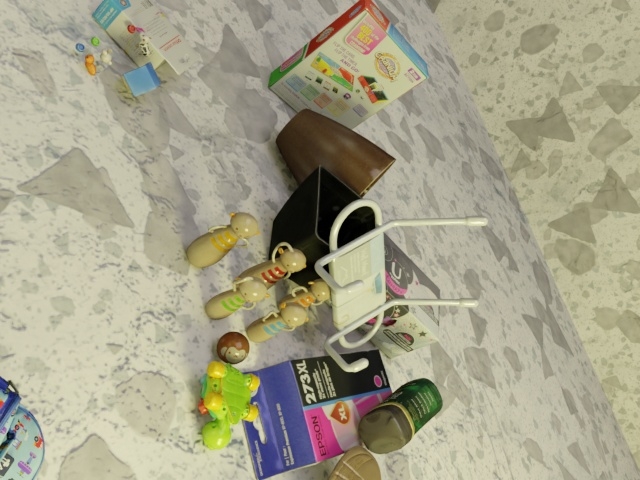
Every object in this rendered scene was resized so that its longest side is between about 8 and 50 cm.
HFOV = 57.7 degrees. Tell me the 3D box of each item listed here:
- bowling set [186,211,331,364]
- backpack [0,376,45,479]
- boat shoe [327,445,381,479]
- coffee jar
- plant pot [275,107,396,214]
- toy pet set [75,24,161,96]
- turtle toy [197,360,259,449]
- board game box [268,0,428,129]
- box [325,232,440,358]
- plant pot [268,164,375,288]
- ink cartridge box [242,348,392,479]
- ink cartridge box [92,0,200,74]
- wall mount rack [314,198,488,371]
[{"bbox_3d":[-0.090,0.107,0.981,0.287,0.154,0.200,32,42,-36],"label":"bowling set"},{"bbox_3d":[-0.358,0.214,0.578,0.173,0.117,0.158,49,35,-22],"label":"backpack"},{"bbox_3d":[0.018,0.459,0.918,0.103,0.092,0.285,38,40,-10],"label":"boat shoe"},{"bbox_3d":[0.150,0.324,1.081,0.184,0.096,0.079,-14,75,-57],"label":"coffee jar"},{"bbox_3d":[0.015,-0.183,1.327,0.230,0.215,0.215,43,34,2],"label":"plant pot"},{"bbox_3d":[-0.338,-0.313,1.020,0.122,0.065,0.114,-40,120,-35],"label":"toy pet set"},{"bbox_3d":[-0.147,0.248,0.878,0.095,0.066,0.130,32,43,-37],"label":"turtle toy"},{"bbox_3d":[0.067,-0.406,1.433,0.242,0.316,0.064,37,40,-33],"label":"board game box"},{"bbox_3d":[0.144,0.120,1.297,0.247,0.142,0.163,43,37,-25],"label":"box"},{"bbox_3d":[0.000,0.000,1.172,0.187,0.167,0.188,35,40,-33],"label":"plant pot"},{"bbox_3d":[0.011,0.301,1.059,0.371,0.069,0.175,5,62,-49],"label":"ink cartridge box"},{"bbox_3d":[-0.331,-0.392,1.120,0.181,0.061,0.104,48,35,-18],"label":"ink cartridge box"},{"bbox_3d":[0.140,0.077,1.043,0.304,0.350,0.130,-27,44,-23],"label":"wall mount rack"}]
